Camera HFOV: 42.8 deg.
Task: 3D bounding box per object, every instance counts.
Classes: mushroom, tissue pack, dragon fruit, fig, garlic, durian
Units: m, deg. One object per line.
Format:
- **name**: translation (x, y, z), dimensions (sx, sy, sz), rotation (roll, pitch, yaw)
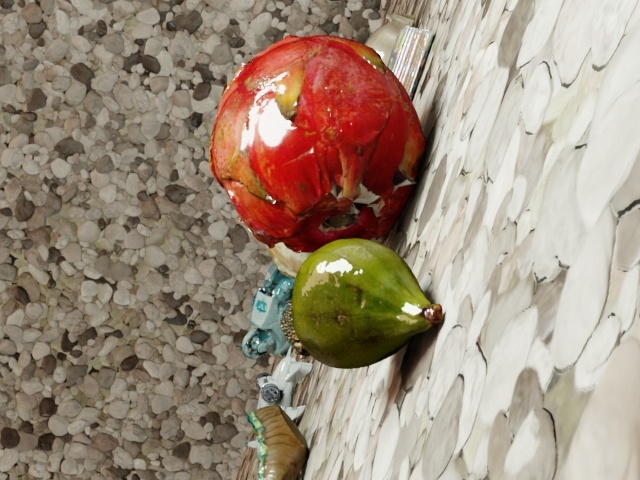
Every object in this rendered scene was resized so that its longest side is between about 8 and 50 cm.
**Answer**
- **mushroom**: translation (-0.011, 0.175, 1.678), dimensions (0.187, 0.060, 0.061), rotation (116, 171, -49)
- **tissue pack**: translation (0.151, -0.312, 1.483), dimensions (0.108, 0.060, 0.148), rotation (-81, 10, -78)
- **dragon fruit**: translation (-0.006, -0.128, 1.124), dimensions (0.295, 0.296, 0.301), rotation (111, 150, -51)
- **fig**: translation (0.061, 0.069, 0.801), dimensions (0.127, 0.185, 0.132), rotation (17, -96, -55)
- **garlic**: translation (0.137, -0.369, 1.833), dimensions (0.128, 0.149, 0.266), rotation (57, 137, 36)
- **durian**: translation (-0.041, 0.172, 1.809), dimensions (0.188, 0.091, 0.148), rotation (-39, 34, 59)

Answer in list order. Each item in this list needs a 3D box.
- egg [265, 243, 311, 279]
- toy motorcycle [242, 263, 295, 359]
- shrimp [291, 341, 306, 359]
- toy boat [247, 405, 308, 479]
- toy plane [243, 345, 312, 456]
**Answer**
- **egg**: translation (-0.002, -0.022, 1.333), dimensions (0.233, 0.195, 0.194), rotation (57, 138, 45)
- **toy motorcycle**: translation (-0.093, 0.181, 2.073), dimensions (0.206, 0.154, 0.260), rotation (14, -84, -50)
- **shrimp**: translation (-0.031, 0.214, 1.969), dimensions (0.187, 0.052, 0.132), rotation (-65, -15, -46)
- **toy boat**: translation (-0.071, 0.353, 1.363), dimensions (0.099, 0.108, 0.293), rotation (-41, 11, 3)
- **toy plane**: translation (-0.097, 0.357, 1.738), dimensions (0.251, 0.101, 0.255), rotation (-144, 71, -75)
